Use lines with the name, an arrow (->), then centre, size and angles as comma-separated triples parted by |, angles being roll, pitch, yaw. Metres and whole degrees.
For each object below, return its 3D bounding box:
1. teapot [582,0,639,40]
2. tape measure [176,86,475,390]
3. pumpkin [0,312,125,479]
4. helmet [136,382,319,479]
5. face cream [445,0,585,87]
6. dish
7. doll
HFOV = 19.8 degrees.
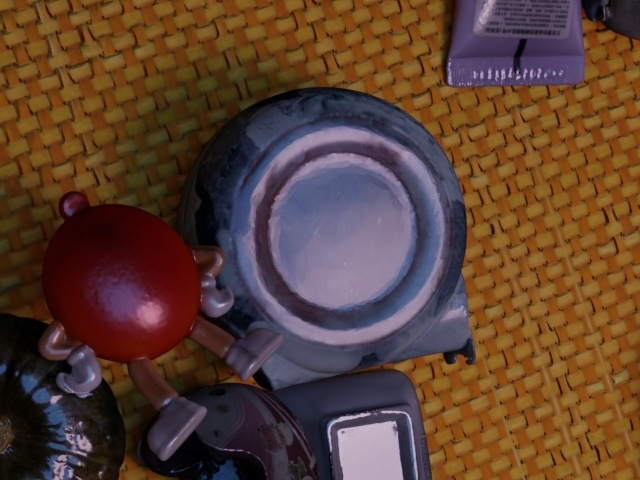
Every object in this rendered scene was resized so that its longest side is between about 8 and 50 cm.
teapot -> 0.311, -0.268, 1.808 | 0.108, 0.111, 0.149 | -1, 92, -9
tape measure -> 0.000, 0.000, 1.648 | 0.256, 0.147, 0.275 | -11, 94, -19
pumpkin -> -0.273, 0.167, 1.522 | 0.223, 0.157, 0.224 | 2, 80, -12
helmet -> -0.063, 0.194, 1.613 | 0.177, 0.153, 0.107 | 50, 56, -12
face cream -> 0.196, -0.286, 1.782 | 0.154, 0.096, 0.274 | -3, 100, -24
dish -> 0.040, 0.230, 1.683 | 0.151, 0.077, 0.212 | -6, 88, -21
doll -> -0.155, 0.058, 1.512 | 0.217, 0.085, 0.183 | 46, 60, 2
